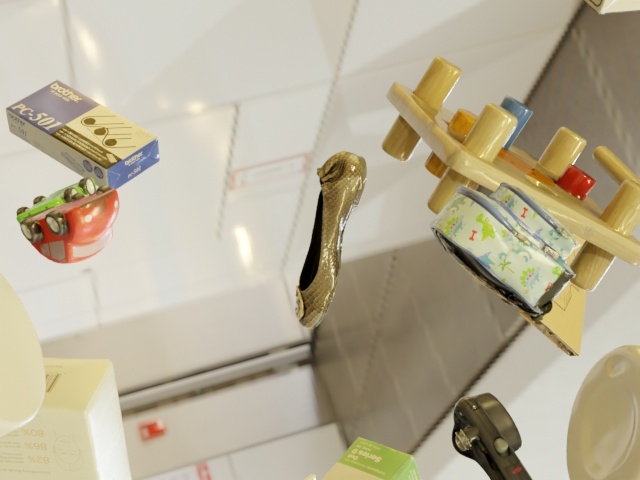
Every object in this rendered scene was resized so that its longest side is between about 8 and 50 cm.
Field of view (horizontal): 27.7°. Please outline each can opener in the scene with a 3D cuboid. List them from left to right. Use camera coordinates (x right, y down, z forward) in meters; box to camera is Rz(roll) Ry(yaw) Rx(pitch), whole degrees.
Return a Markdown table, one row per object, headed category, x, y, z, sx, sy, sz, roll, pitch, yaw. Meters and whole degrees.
| category | x | y | z | sx | sy | sz | roll | pitch | yaw |
| --- | --- | --- | --- | --- | --- | --- | --- | --- | --- |
| can opener | 0.194 | 0.238 | 1.326 | 0.186 | 0.073 | 0.059 | 61 | -15 | 24 |

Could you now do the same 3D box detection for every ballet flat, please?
| category | x | y | z | sx | sy | sz | roll | pitch | yaw |
| --- | --- | --- | --- | --- | --- | --- | --- | --- | --- |
| ballet flat | 0.000 | 0.000 | 1.676 | 0.084 | 0.058 | 0.250 | -121 | -138 | -57 |

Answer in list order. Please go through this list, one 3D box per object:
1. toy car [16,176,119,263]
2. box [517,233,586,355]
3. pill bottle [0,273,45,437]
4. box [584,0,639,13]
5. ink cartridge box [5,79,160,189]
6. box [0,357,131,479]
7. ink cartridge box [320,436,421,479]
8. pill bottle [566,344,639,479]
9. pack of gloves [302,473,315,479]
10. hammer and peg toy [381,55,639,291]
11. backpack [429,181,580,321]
| category | x | y | z | sx | sy | sz | roll | pitch | yaw |
| --- | --- | --- | --- | --- | --- | --- | --- | --- | --- |
| toy car | -0.252 | -0.005 | 1.169 | 0.225 | 0.239 | 0.053 | -54 | 123 | -70 |
| box | 0.331 | 0.040 | 1.818 | 0.164 | 0.021 | 0.201 | 37 | 56 | -45 |
| pill bottle | -0.373 | 0.134 | 0.928 | 0.188 | 0.334 | 0.188 | 55 | 17 | -26 |
| box | 0.295 | -0.408 | 1.488 | 0.290 | 0.087 | 0.169 | 54 | -39 | 38 |
| ink cartridge box | -0.329 | -0.146 | 1.791 | 0.207 | 0.097 | 0.046 | 29 | -41 | 28 |
| box | -0.280 | 0.216 | 1.362 | 0.091 | 0.130 | 0.170 | -71 | 161 | -58 |
| ink cartridge box | 0.034 | 0.366 | 1.543 | 0.093 | 0.212 | 0.154 | 14 | -44 | 37 |
| pill bottle | 0.391 | 0.205 | 1.223 | 0.160 | 0.283 | 0.160 | -165 | -90 | -73 |
| pack of gloves | -0.096 | 0.439 | 1.753 | 0.046 | 0.232 | 0.195 | 38 | -54 | 20 |
| hammer and peg toy | 0.249 | -0.055 | 1.431 | 0.127 | 0.361 | 0.266 | -59 | -157 | 14 |
| backpack | 0.155 | -0.001 | 1.097 | 0.114 | 0.084 | 0.105 | 37 | 1 | -10 |
